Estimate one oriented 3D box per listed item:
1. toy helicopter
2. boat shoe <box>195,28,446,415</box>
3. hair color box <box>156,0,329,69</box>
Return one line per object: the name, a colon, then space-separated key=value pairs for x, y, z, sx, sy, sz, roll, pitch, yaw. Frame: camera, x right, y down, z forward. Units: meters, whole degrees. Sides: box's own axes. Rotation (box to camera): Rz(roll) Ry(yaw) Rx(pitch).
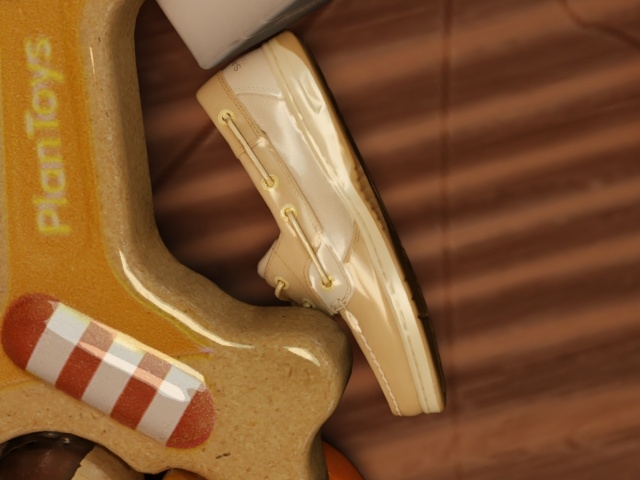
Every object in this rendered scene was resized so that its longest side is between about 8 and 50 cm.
toy helicopter: x=-0.106 y=0.022 z=0.470 sx=0.234 sy=0.140 sz=0.355 roll=1 pitch=106 yaw=11
boat shoe: x=0.000 y=0.000 z=0.530 sx=0.059 sy=0.063 sz=0.170 roll=-24 pitch=88 yaw=7
hair color box: x=0.051 y=-0.229 z=0.380 sx=0.374 sy=0.113 sz=0.185 roll=-30 pitch=96 yaw=43
